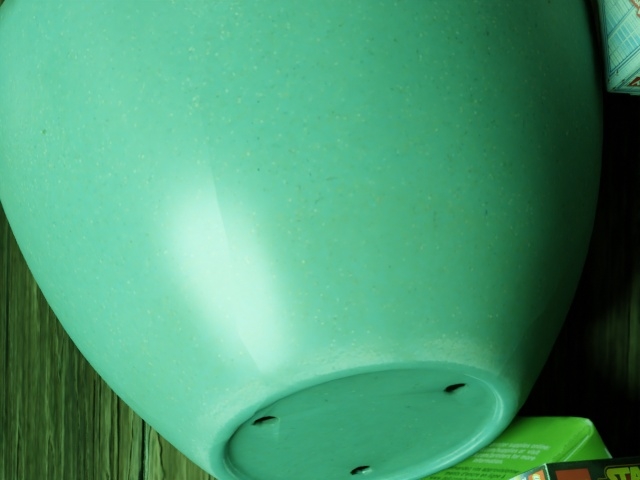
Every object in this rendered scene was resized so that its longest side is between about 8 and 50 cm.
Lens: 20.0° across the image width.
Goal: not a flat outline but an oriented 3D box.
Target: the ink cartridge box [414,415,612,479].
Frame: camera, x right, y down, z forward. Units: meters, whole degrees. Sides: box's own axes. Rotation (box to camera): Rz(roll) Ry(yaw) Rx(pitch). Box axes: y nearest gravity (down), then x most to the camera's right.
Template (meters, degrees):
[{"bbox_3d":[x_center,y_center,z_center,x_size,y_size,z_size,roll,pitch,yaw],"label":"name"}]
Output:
[{"bbox_3d":[0.101,0.213,0.875,0.189,0.097,0.255,-7,119,58],"label":"ink cartridge box"}]

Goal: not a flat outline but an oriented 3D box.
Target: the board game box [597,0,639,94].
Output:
[{"bbox_3d":[0.169,-0.165,0.776,0.194,0.060,0.194,-58,44,40],"label":"board game box"}]

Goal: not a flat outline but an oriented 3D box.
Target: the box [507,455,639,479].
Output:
[{"bbox_3d":[0.145,0.135,0.744,0.027,0.137,0.094,-36,61,48],"label":"box"}]

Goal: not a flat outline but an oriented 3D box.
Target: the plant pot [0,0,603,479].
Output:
[{"bbox_3d":[0.000,0.000,0.811,0.290,0.290,0.195,-49,43,47],"label":"plant pot"}]
